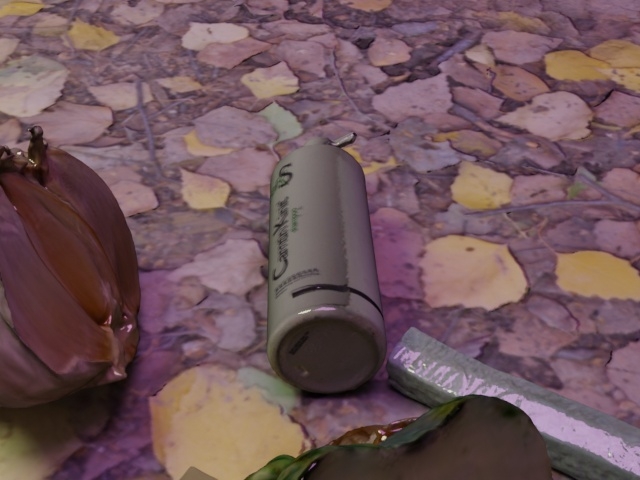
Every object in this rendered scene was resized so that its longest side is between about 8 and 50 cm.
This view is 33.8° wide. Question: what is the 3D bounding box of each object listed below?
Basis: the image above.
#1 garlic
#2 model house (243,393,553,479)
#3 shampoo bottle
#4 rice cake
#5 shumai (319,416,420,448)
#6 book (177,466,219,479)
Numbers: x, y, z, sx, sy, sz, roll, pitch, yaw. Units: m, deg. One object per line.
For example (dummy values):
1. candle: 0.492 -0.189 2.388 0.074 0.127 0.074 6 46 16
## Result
1. garlic: -0.217 0.027 0.738 0.143 0.178 0.229 -22 13 18
2. model house: -0.020 0.176 0.467 0.214 0.195 0.189 -19 6 -40
3. shampoo bottle: 0.000 0.000 0.835 0.085 0.085 0.262 0 38 -3
4. rice cake: 0.158 0.127 0.720 0.245 0.042 0.045 23 46 23
5. shumai: 0.050 0.151 0.624 0.146 0.116 0.145 3 35 -2
6. book: -0.083 0.192 0.647 0.077 0.014 0.111 24 43 25
